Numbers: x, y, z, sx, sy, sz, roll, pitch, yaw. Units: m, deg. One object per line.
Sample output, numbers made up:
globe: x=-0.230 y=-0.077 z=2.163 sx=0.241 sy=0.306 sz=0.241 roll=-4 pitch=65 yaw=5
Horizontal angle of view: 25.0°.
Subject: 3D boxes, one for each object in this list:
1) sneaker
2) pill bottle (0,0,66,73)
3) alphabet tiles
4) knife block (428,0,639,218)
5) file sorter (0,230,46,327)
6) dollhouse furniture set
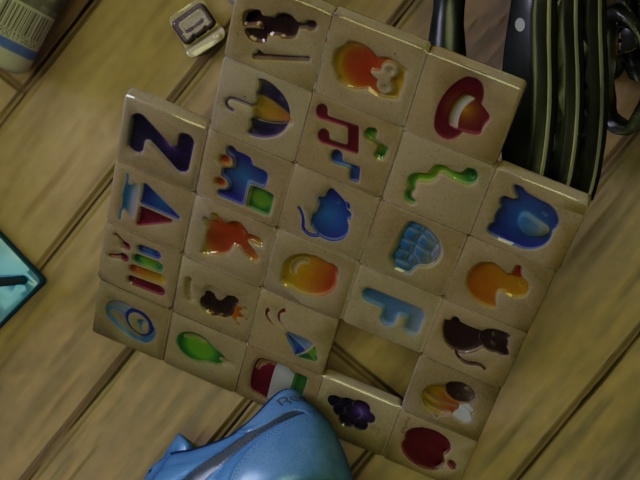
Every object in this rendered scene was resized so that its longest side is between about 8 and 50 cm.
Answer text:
sneaker: x=-0.073 y=0.152 z=0.699 sx=0.209 sy=0.069 sz=0.082 roll=-39 pitch=50 yaw=15
pill bottle: x=-0.143 y=-0.156 z=0.691 sx=0.078 sy=0.078 sz=0.137 roll=30 pitch=93 yaw=6
alphabet tiles: x=0.000 y=0.000 z=0.632 sx=0.198 sy=0.009 sz=0.237 roll=23 pitch=134 yaw=7
knife block: x=0.086 y=-0.158 z=0.595 sx=0.242 sy=0.088 sz=0.276 roll=-55 pitch=128 yaw=-17
file sorter: x=-0.244 y=0.000 z=0.690 sx=0.118 sy=0.104 sz=0.170 roll=-44 pitch=85 yaw=4
dollhouse furniture set: x=-0.058 y=-0.160 z=0.680 sx=0.091 sy=0.081 sz=0.114 roll=-33 pitch=86 yaw=5
